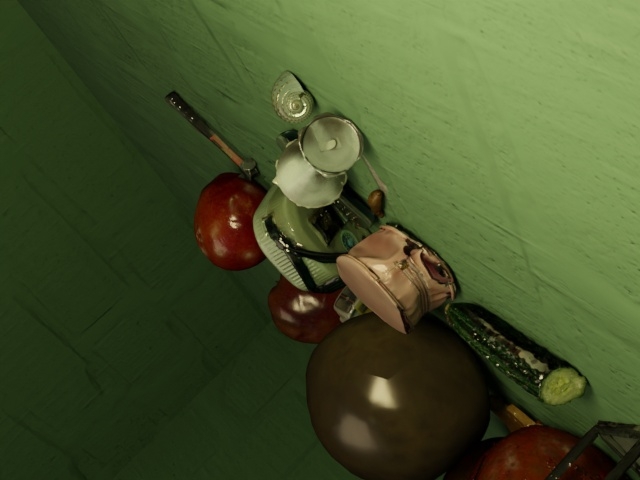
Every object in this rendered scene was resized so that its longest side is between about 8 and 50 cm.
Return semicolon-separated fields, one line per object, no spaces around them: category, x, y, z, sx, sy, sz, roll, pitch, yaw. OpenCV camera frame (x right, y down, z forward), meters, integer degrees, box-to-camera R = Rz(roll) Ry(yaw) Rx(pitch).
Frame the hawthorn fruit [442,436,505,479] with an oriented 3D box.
hawthorn fruit;0.384;0.551;2.164;0.301;0.267;0.268;50;174;35

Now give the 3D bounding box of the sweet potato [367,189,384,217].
sweet potato;0.089;-0.058;1.609;0.026;0.026;0.115;43;171;14

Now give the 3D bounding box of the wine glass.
wine glass;-0.001;-0.119;1.488;0.122;0.122;0.183;46;168;0

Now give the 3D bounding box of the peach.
peach;-0.193;-0.049;2.306;0.243;0.199;0.244;172;90;-72

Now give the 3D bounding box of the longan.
longan;0.154;0.310;1.945;0.404;0.336;0.404;14;164;4

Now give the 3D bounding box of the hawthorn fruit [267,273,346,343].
hawthorn fruit;0.009;0.141;2.297;0.248;0.208;0.208;15;158;20

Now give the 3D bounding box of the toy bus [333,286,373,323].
toy bus;0.133;0.202;2.222;0.268;0.106;0.092;52;167;-31

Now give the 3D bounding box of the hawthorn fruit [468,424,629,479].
hawthorn fruit;0.406;0.473;1.721;0.316;0.316;0.316;44;170;10

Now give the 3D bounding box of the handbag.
handbag;0.129;0.062;1.660;0.179;0.116;0.205;41;168;24

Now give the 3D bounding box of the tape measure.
tape measure;0.000;0.000;1.760;0.235;0.115;0.207;48;-147;-16

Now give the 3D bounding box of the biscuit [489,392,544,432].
biscuit;0.415;0.370;1.951;0.158;0.035;0.240;46;171;-15

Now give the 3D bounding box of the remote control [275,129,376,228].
remote control;0.010;-0.103;1.702;0.222;0.042;0.072;45;170;-4

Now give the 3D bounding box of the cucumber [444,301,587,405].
cucumber;0.296;0.172;1.564;0.265;0.077;0.077;38;167;47

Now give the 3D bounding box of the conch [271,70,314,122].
conch;-0.047;-0.211;1.481;0.076;0.056;0.085;63;164;-19

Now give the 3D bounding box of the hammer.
hammer;-0.245;-0.236;2.232;0.287;0.033;0.111;44;169;13

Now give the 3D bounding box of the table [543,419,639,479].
table;0.479;0.485;1.471;0.335;0.272;0.222;46;170;1
